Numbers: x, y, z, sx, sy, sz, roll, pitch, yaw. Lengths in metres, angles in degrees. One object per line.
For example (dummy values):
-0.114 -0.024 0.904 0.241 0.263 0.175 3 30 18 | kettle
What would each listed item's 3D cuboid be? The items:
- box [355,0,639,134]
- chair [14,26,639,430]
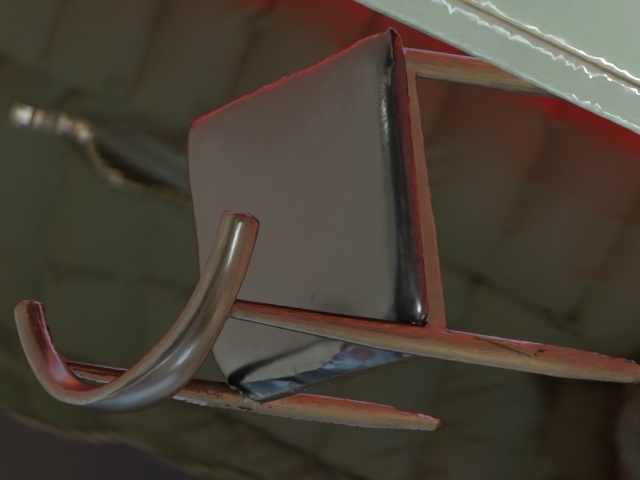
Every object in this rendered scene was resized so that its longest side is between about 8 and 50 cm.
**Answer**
0.142 -0.131 0.488 0.117 0.225 0.225 -90 -155 -73 | box
0.000 0.000 0.922 0.272 0.188 0.166 4 75 -39 | chair
